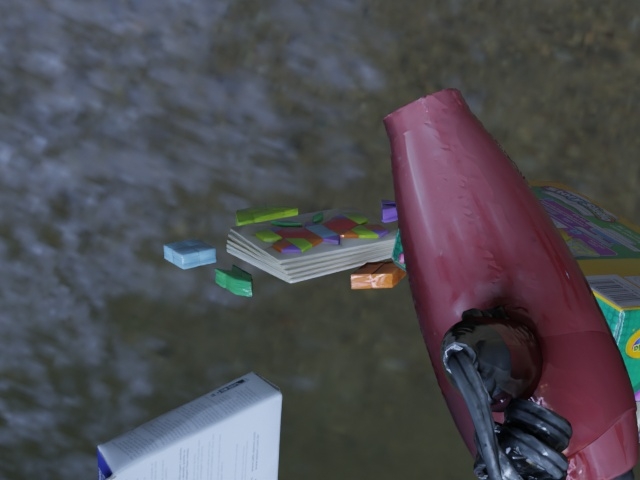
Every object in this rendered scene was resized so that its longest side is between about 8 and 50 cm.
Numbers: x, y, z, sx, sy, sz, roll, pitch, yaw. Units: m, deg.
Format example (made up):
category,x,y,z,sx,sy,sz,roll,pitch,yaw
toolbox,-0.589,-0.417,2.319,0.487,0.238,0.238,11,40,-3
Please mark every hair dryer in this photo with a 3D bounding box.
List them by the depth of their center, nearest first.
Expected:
category,x,y,z,sx,sy,sz,roll,pitch,yaw
hair dryer,0.085,0.045,0.641,0.080,0.293,0.224,-20,134,1

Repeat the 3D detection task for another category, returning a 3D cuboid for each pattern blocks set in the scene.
category,x,y,z,sx,sy,sz,roll,pitch,yaw
pattern blocks set,0.000,0.000,1.875,0.285,0.324,0.026,18,117,43

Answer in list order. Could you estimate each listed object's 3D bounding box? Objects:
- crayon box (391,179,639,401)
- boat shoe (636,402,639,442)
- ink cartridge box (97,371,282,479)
category,x,y,z,sx,sy,sz,roll,pitch,yaw
crayon box,0.205,0.033,1.315,0.165,0.081,0.278,0,-158,-33
boat shoe,0.386,0.076,1.866,0.120,0.324,0.122,6,155,42
ink cartridge box,-0.129,0.242,1.328,0.045,0.224,0.223,30,129,37
